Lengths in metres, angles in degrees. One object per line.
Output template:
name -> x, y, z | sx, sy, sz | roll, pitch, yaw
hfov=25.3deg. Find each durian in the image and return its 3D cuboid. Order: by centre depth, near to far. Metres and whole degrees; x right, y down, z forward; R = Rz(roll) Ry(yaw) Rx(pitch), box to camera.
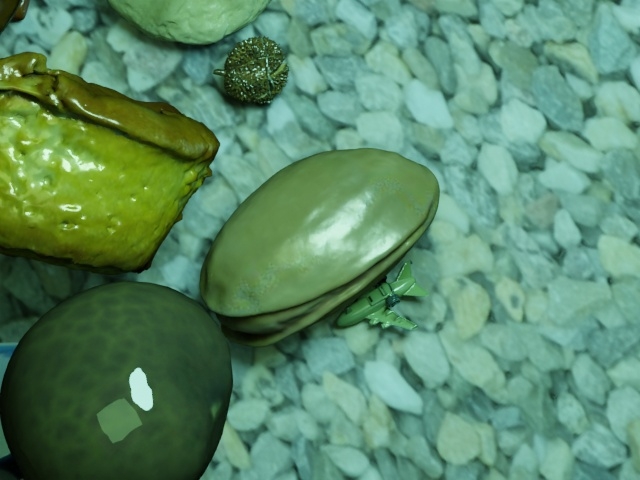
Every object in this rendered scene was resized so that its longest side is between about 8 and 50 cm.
durian -> -0.080, -0.199, 1.662 | 0.091, 0.080, 0.080 | 2, 78, -13

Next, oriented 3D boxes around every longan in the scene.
longan -> -0.170, 0.136, 1.196 | 0.198, 0.198, 0.212 | -6, 58, -2

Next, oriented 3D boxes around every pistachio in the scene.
pistachio -> 0.000, 0.000, 1.577 | 0.293, 0.162, 0.181 | -32, 45, -9

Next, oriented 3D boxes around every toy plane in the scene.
toy plane -> 0.066, 0.067, 1.631 | 0.111, 0.040, 0.102 | -27, 61, -8

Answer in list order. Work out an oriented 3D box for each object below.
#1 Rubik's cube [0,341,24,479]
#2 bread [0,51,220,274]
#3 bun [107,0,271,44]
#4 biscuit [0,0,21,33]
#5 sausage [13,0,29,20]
Rubik's cube -> -0.319, 0.292, 1.423 | 0.346, 0.344, 0.347 | -2, 77, -3
bread -> -0.280, -0.078, 1.494 | 0.336, 0.358, 0.204 | 11, 88, -1
bun -> -0.156, -0.335, 1.659 | 0.220, 0.134, 0.221 | 1, 81, -5
biscuit -> -0.466, -0.315, 1.601 | 0.268, 0.115, 0.366 | 41, 74, -5
sausage -> -0.412, -0.287, 1.693 | 0.131, 0.039, 0.041 | 6, 85, 1
